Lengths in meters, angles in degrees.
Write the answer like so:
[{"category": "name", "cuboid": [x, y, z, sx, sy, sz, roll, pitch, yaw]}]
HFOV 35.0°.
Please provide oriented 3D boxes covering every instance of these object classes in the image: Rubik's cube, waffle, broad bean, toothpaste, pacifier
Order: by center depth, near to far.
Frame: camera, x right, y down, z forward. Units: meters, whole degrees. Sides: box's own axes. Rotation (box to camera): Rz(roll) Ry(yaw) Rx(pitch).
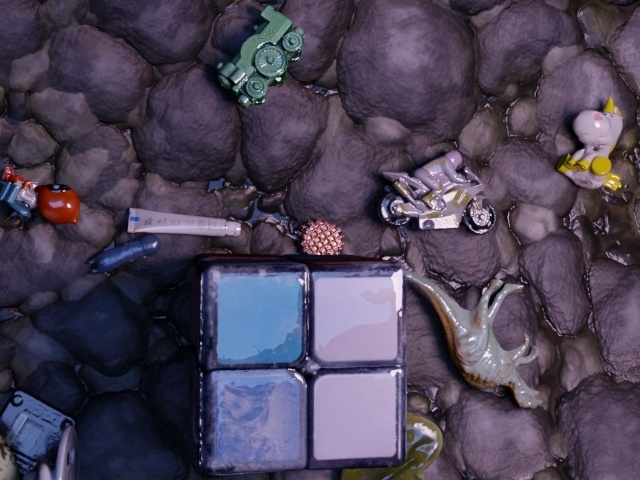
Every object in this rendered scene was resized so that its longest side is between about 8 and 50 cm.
[{"category": "pacifier", "cuboid": [-0.354, 0.432, 1.581, 0.226, 0.238, 0.287, -1, 83, -9]}, {"category": "Rubik's cube", "cuboid": [-0.047, 0.181, 1.614, 0.318, 0.313, 0.316, 1, 92, -11]}, {"category": "toothpaste", "cuboid": [-0.233, -0.027, 1.743, 0.190, 0.031, 0.048, 5, 63, -10]}, {"category": "broad bean", "cuboid": [0.122, 0.387, 1.771, 0.207, 0.072, 0.153, -42, 89, -11]}, {"category": "waffle", "cuboid": [0.000, 0.000, 1.790, 0.083, 0.029, 0.075, 20, 83, -11]}]

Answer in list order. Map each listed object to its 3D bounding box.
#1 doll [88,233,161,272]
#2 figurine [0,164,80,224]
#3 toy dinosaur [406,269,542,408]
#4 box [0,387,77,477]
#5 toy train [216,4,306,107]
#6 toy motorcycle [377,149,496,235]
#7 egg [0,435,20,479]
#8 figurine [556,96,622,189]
[{"category": "doll", "cuboid": [-0.331, 0.023, 1.721, 0.125, 0.027, 0.037, -21, 90, -10]}, {"category": "figurine", "cuboid": [-0.462, -0.067, 1.676, 0.140, 0.068, 0.075, 21, 80, -8]}, {"category": "toy dinosaur", "cuboid": [0.275, 0.145, 1.813, 0.393, 0.092, 0.205, 28, 87, -18]}, {"category": "box", "cuboid": [-0.478, 0.323, 1.669, 0.125, 0.027, 0.126, 30, 81, -9]}, {"category": "toy train", "cuboid": [-0.103, -0.316, 1.769, 0.104, 0.071, 0.178, 38, 78, 0]}, {"category": "toy motorcycle", "cuboid": [0.212, -0.090, 1.821, 0.225, 0.073, 0.152, 5, 84, -13]}, {"category": "egg", "cuboid": [-0.551, 0.400, 1.569, 0.177, 0.177, 0.228, 17, 87, -11]}, {"category": "figurine", "cuboid": [0.515, -0.184, 1.892, 0.130, 0.109, 0.178, 13, 83, -38]}]
